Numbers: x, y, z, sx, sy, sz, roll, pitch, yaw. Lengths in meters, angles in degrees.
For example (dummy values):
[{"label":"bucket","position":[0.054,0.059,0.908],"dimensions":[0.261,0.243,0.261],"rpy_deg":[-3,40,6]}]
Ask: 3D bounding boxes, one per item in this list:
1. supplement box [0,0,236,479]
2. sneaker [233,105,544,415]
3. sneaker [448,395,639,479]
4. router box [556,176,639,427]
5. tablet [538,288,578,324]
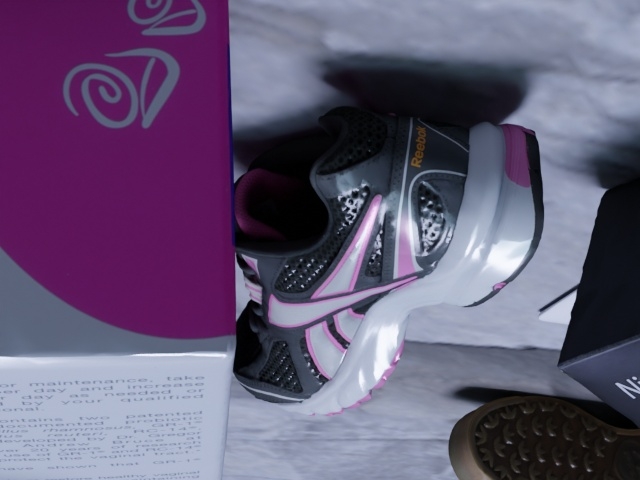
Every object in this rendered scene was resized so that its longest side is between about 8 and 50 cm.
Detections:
[{"label":"supplement box","position":[-0.084,0.015,0.481],"dimensions":[0.113,0.111,0.220],"rpy_deg":[-1,160,-4]},{"label":"sneaker","position":[0.000,0.000,0.535],"dimensions":[0.077,0.072,0.178],"rpy_deg":[18,146,-17]},{"label":"sneaker","position":[0.137,0.131,0.879],"dimensions":[0.192,0.064,0.086],"rpy_deg":[7,153,-31]},{"label":"router box","position":[0.266,0.032,0.478],"dimensions":[0.243,0.081,0.309],"rpy_deg":[36,145,-21]},{"label":"tablet","position":[0.133,0.023,0.674],"dimensions":[0.054,0.006,0.083],"rpy_deg":[6,158,-19]}]
